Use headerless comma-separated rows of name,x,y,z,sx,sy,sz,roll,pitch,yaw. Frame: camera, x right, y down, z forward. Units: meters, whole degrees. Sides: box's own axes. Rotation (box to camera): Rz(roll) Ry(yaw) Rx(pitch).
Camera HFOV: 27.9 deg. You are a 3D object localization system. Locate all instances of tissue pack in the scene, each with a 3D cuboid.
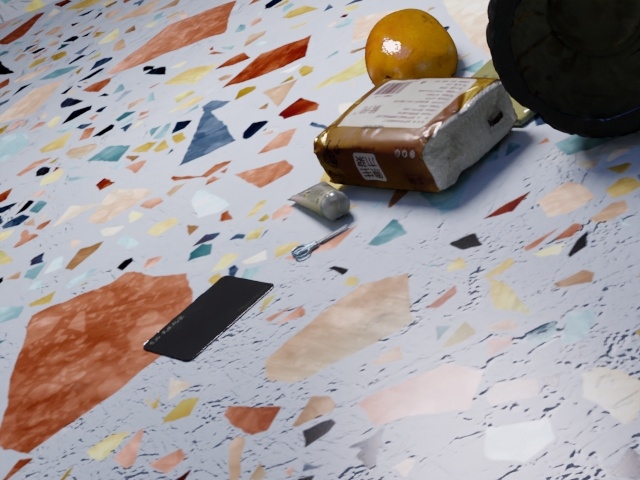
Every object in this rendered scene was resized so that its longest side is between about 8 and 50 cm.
tissue pack,0.124,-0.146,1.723,0.226,0.092,0.183,11,47,48

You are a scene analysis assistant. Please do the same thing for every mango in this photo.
mango,0.140,-0.297,1.984,0.141,0.102,0.217,-10,32,18

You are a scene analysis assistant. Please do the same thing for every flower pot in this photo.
flower pot,0.347,-0.285,1.616,0.267,0.266,0.267,-18,15,17

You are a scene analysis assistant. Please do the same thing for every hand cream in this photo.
hand cream,0.000,-0.055,1.743,0.061,0.039,0.143,-29,17,-9

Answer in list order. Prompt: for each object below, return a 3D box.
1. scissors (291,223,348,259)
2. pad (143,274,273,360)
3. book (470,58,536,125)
scissors,0.000,0.000,1.666,0.083,0.006,0.036,-30,24,-7
pad,-0.142,0.095,1.623,0.112,0.003,0.157,7,41,49
book,0.261,-0.212,1.814,0.168,0.013,0.192,-41,29,-28
